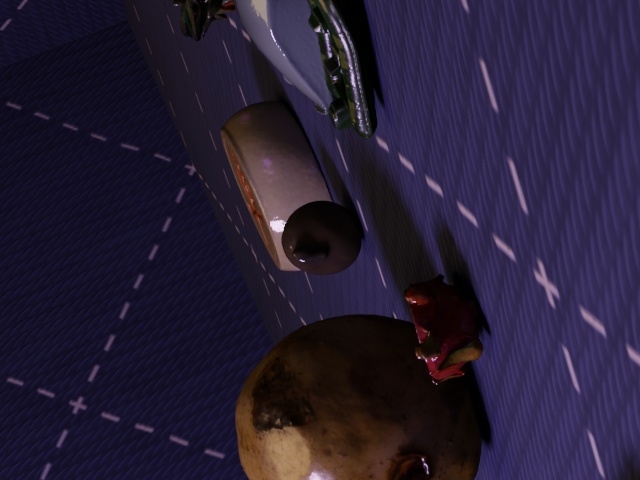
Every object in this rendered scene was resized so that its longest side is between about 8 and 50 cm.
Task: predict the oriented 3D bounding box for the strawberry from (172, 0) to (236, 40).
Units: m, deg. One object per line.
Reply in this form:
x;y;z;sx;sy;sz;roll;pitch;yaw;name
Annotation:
-0.133;-0.384;1.936;0.188;0.106;0.286;-25;73;60;strawberry

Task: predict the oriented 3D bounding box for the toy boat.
0.019;-0.195;1.585;0.210;0.052;0.104;75;172;-46;toy boat

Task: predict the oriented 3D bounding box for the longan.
0.000;0.000;2.042;0.106;0.106;0.119;70;-155;-15;longan

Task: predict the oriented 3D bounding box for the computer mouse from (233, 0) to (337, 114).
-0.047;-0.245;1.825;0.128;0.079;0.231;-120;7;-55;computer mouse

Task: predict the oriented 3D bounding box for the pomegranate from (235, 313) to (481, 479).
0.043;0.210;1.775;0.281;0.281;0.281;158;90;-82;pomegranate

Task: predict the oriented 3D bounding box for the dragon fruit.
0.128;0.083;1.589;0.126;0.068;0.112;54;-159;-68;dragon fruit

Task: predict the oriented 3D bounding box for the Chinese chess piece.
-0.059;-0.077;2.266;0.251;0.097;0.251;157;90;-83;Chinese chess piece
